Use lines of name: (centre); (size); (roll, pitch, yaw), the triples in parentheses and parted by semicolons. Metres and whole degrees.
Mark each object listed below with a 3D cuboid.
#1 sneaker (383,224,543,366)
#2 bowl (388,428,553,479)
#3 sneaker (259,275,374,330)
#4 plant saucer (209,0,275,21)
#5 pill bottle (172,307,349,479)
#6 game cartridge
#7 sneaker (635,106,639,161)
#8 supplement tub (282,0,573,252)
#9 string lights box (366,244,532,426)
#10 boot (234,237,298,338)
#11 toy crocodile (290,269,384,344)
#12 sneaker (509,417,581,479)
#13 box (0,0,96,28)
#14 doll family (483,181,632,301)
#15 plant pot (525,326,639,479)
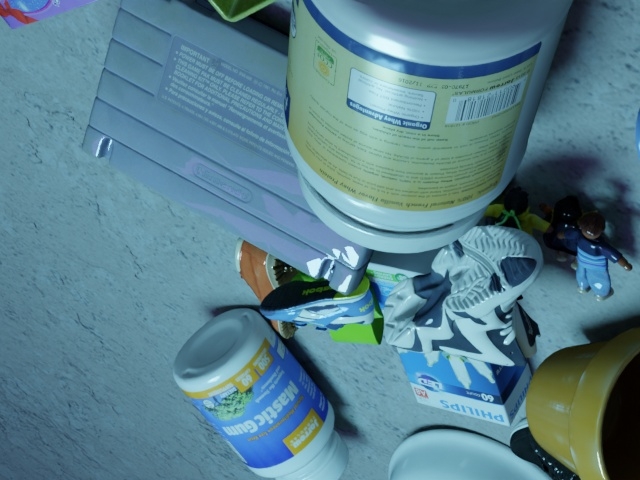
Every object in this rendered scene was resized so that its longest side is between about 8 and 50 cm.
sneaker: (0.187, 0.064, 1.423); (0.153, 0.094, 0.235); (15, 144, -27)
bowl: (0.198, 0.412, 1.903); (0.297, 0.134, 0.298); (20, 136, 21)
sneaker: (-0.003, 0.079, 1.593); (0.144, 0.053, 0.059); (-6, 130, 28)
plant saucer: (-0.087, -0.317, 1.333); (0.188, 0.045, 0.188); (49, 147, -20)
pill bottle: (-0.075, 0.239, 1.970); (0.152, 0.152, 0.272); (-4, 131, 48)
game cartridge: (-0.077, -0.120, 1.491); (0.355, 0.068, 0.230); (29, 117, 13)
sneaker: (0.361, -0.044, 1.230); (0.090, 0.081, 0.232); (-2, 139, 42)
supplement tub: (0.084, -0.154, 1.205); (0.228, 0.228, 0.316); (28, 148, 14)
string lights box: (0.154, 0.097, 1.621); (0.133, 0.077, 0.260); (11, 141, 33)
boot: (-0.066, 0.058, 1.815); (0.084, 0.059, 0.158); (19, 137, 32)
toy crocodile: (0.000, 0.000, 1.632); (0.115, 0.105, 0.341); (-9, 126, 29)
sneaker: (0.301, 0.285, 1.686); (0.216, 0.121, 0.079); (1, 133, 45)
box: (-0.333, -0.336, 1.495); (0.201, 0.057, 0.293); (50, 157, -23)
doll family: (0.231, -0.011, 1.411); (0.193, 0.076, 0.111); (15, 139, 23)
plant pot: (0.324, 0.186, 1.481); (0.205, 0.205, 0.188); (48, 163, -19)
